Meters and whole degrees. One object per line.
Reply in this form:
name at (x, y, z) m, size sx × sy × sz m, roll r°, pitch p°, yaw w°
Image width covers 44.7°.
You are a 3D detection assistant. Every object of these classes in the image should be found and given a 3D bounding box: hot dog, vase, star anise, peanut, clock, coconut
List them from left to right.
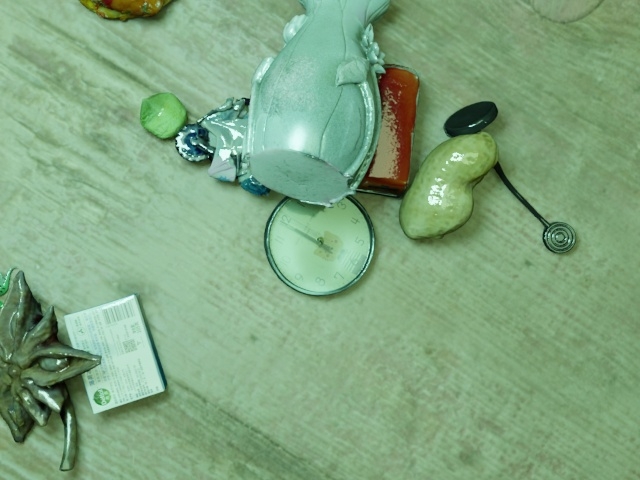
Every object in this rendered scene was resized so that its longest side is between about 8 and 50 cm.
star anise at (-0.533, 0.237, 1.439) m, size 0.349 × 0.109 × 0.292 m, roll 42°, pitch 122°, yaw 12°
hot dog at (-0.403, -0.512, 1.481) m, size 0.257 × 0.150 × 0.153 m, roll 27°, pitch 75°, yaw -6°
coconut at (-0.308, -0.245, 1.510) m, size 0.088 × 0.088 × 0.096 m, roll -52°, pitch 124°, yaw -6°
clock at (0.000, 0.000, 1.557) m, size 0.226 × 0.049 × 0.226 m, roll 0°, pitch 88°, yaw -8°
vase at (0.003, -0.301, 1.436) m, size 0.250 × 0.250 × 0.445 m, roll 16°, pitch 66°, yaw -6°
peanut at (0.251, -0.105, 1.531) m, size 0.137 × 0.122 × 0.253 m, roll 31°, pitch 103°, yaw 21°

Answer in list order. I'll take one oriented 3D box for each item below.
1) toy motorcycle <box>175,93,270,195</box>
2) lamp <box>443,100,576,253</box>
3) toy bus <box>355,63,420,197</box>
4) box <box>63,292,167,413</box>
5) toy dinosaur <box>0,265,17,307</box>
toy motorcycle at (-0.137, -0.181, 1.516) m, size 0.239 × 0.108 × 0.204 m, roll -34°, pitch 85°, yaw 2°
lamp at (0.395, -0.118, 1.581) m, size 0.130 × 0.108 × 0.371 m, roll -33°, pitch 93°, yaw -3°
toy bus at (0.134, -0.225, 1.545) m, size 0.121 × 0.120 × 0.265 m, roll 8°, pitch 86°, yaw -6°
box at (-0.388, 0.213, 1.486) m, size 0.139 × 0.073 × 0.194 m, roll -17°, pitch 90°, yaw -7°
toy dinosaur at (-0.607, 0.092, 1.490) m, size 0.083 × 0.021 × 0.062 m, roll -26°, pitch 98°, yaw -4°
